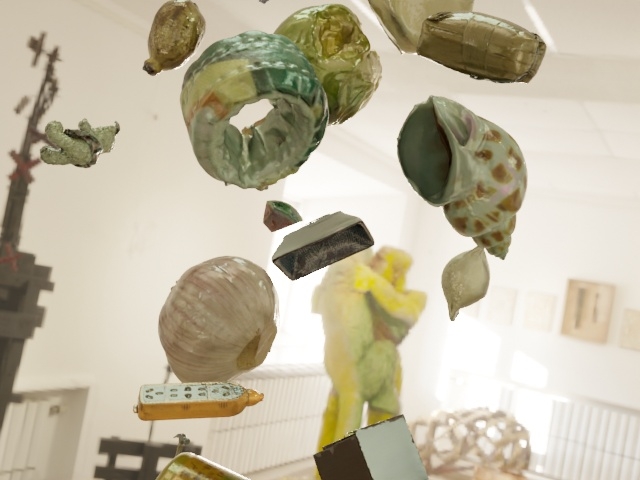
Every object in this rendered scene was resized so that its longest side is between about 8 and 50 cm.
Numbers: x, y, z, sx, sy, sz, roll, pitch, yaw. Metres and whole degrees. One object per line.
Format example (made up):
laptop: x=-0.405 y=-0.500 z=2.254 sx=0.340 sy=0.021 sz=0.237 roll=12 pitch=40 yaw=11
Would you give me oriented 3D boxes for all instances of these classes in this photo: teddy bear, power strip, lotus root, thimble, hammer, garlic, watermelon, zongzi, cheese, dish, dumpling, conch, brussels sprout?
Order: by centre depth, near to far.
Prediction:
power strip: x=-0.164 y=0.217 z=1.041 sx=0.178 sy=0.028 sz=0.049 roll=0 pitch=27 yaw=-13
zongzi: x=0.331 y=-0.342 z=1.397 sx=0.228 sy=0.115 sz=0.256 roll=26 pitch=17 yaw=34
thimble: x=-0.122 y=-0.231 z=1.403 sx=0.254 sy=0.167 sz=0.288 roll=-10 pitch=-37 yaw=-16
conch: x=0.313 y=-0.128 z=1.623 sx=0.250 sy=0.367 sz=0.197 roll=-19 pitch=-7 yaw=8
watermelon: x=-0.079 y=-0.048 z=1.684 sx=0.085 sy=0.072 sz=0.092 roll=-6 pitch=30 yaw=-41
garlic: x=-0.224 y=0.168 z=1.719 sx=0.259 sy=0.317 sz=0.317 roll=24 pitch=3 yaw=20
lotus root: x=-0.354 y=-0.482 z=1.831 sx=0.138 sy=0.214 sz=0.138 roll=25 pitch=-10 yaw=5
cheese: x=0.240 y=-0.590 z=1.863 sx=0.266 sy=0.233 sz=0.127 roll=54 pitch=-4 yaw=-34
dish: x=0.000 y=0.000 z=1.895 sx=0.243 sy=0.080 sz=0.182 roll=-25 pitch=-23 yaw=6
teddy bear: x=-0.592 y=-0.243 z=1.932 sx=0.213 sy=0.133 sz=0.111 roll=-16 pitch=55 yaw=-39
brussels sprout: x=0.010 y=-0.433 z=1.938 sx=0.344 sy=0.344 sz=0.268 roll=13 pitch=38 yaw=-47
dumpling: x=0.382 y=0.101 z=1.997 sx=0.126 sy=0.215 sz=0.166 roll=-4 pitch=1 yaw=14
hammer: x=-0.400 y=0.615 z=2.099 sx=0.017 sy=0.182 sz=0.062 roll=8 pitch=12 yaw=-40

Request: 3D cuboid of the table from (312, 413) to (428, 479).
table: x=0.117 y=0.547 z=1.870 sx=0.169 sy=0.172 sz=0.193 roll=-6 pitch=-23 yaw=-39

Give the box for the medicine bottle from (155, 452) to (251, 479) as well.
medicine bottle: x=-0.143 y=0.579 z=1.449 sx=0.385 sy=0.224 sz=0.224 roll=21 pitch=0 yaw=13

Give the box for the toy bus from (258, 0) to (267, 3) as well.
toy bus: x=-0.116 y=-0.592 z=1.617 sx=0.076 sy=0.167 sz=0.073 roll=17 pitch=-16 yaw=-20
